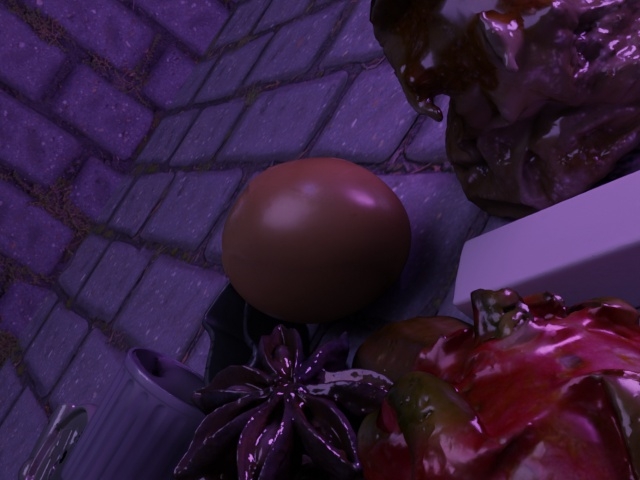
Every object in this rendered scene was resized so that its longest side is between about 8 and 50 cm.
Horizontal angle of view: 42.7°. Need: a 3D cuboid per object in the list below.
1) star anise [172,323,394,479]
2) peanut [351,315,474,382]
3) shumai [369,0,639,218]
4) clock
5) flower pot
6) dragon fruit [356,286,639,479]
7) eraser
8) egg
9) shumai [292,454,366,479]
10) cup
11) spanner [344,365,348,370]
[{"bbox_3d":[-0.034,0.153,0.692,0.196,0.073,0.212,-28,31,-14],"label":"star anise"},{"bbox_3d":[0.123,0.119,0.717,0.236,0.120,0.110,-11,81,50],"label":"peanut"},{"bbox_3d":[0.196,-0.210,0.820,0.314,0.262,0.267,-51,25,5],"label":"shumai"},{"bbox_3d":[-0.390,0.382,1.316,0.324,0.108,0.265,-23,39,49],"label":"clock"},{"bbox_3d":[-0.081,0.145,1.056,0.103,0.108,0.229,-48,24,15],"label":"flower pot"},{"bbox_3d":[0.137,0.177,0.473,0.237,0.231,0.303,-16,54,38],"label":"dragon fruit"},{"bbox_3d":[0.247,0.004,0.669,0.298,0.078,0.076,-26,37,47],"label":"eraser"},{"bbox_3d":[0.000,0.000,0.983,0.244,0.201,0.201,-4,54,46],"label":"egg"},{"bbox_3d":[-0.003,0.306,0.686,0.260,0.222,0.225,-22,18,-15],"label":"shumai"},{"bbox_3d":[-0.241,0.271,1.146,0.202,0.166,0.221,-57,2,2],"label":"cup"},{"bbox_3d":[0.032,0.168,0.934,0.046,0.012,0.208,-55,24,3],"label":"spanner"}]
